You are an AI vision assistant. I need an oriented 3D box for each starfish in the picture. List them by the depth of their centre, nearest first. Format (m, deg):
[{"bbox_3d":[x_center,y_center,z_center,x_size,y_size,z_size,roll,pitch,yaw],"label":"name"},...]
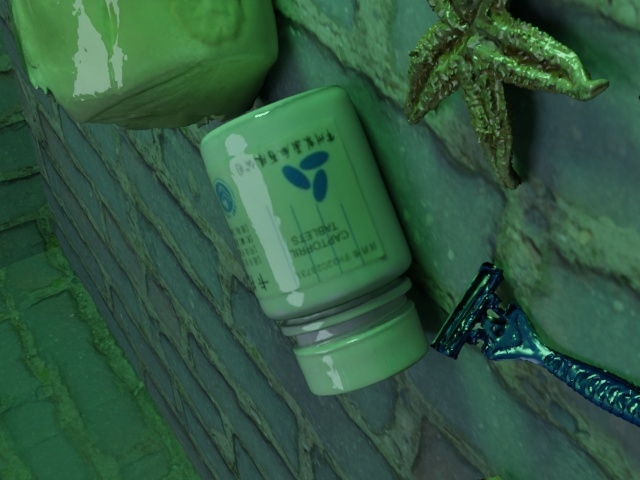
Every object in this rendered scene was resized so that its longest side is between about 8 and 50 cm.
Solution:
[{"bbox_3d":[0.109,-0.153,0.717,0.295,0.048,0.231,53,153,33],"label":"starfish"}]

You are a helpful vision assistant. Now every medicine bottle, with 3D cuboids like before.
[{"bbox_3d":[0.000,0.000,0.943,0.170,0.170,0.293,-10,103,67],"label":"medicine bottle"}]

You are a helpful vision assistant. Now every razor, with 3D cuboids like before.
[{"bbox_3d":[0.227,0.116,0.715,0.056,0.093,0.324,33,178,-40],"label":"razor"}]

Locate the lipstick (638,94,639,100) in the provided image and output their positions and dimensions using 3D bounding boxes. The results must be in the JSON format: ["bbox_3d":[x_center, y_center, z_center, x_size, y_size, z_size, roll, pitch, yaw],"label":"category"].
[{"bbox_3d":[0.233,-0.056,0.572,0.094,0.019,0.019,62,157,12],"label":"lipstick"}]

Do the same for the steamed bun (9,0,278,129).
[{"bbox_3d":[-0.211,-0.263,1.037,0.290,0.272,0.273,62,156,3],"label":"steamed bun"}]

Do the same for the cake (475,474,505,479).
[{"bbox_3d":[0.199,0.372,0.873,0.262,0.158,0.159,42,146,49],"label":"cake"}]

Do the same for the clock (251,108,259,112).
[{"bbox_3d":[-0.057,-0.113,1.118,0.147,0.045,0.108,-12,101,66],"label":"clock"}]
